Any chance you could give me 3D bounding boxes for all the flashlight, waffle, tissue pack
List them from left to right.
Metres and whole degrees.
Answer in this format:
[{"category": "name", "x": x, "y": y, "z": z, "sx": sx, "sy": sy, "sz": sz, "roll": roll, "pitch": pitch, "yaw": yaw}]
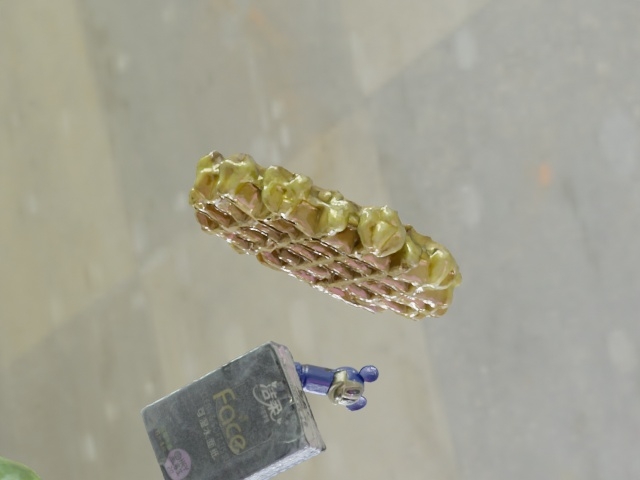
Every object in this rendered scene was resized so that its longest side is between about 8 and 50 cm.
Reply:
[{"category": "tissue pack", "x": -0.082, "y": 0.176, "z": 1.868, "sx": 0.156, "sy": 0.051, "sz": 0.112, "roll": -29, "pitch": 69, "yaw": 19}, {"category": "flashlight", "x": -0.006, "y": 0.135, "z": 1.922, "sx": 0.035, "sy": 0.121, "sz": 0.057, "roll": -101, "pitch": 28, "yaw": -55}, {"category": "waffle", "x": 0.003, "y": 0.000, "z": 1.249, "sx": 0.191, "sy": 0.191, "sz": 0.038, "roll": -12, "pitch": 53, "yaw": 64}]

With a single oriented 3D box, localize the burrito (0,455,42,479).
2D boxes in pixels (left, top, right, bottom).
[{"category": "burrito", "x": -0.303, "y": 0.133, "z": 1.358, "sx": 0.054, "sy": 0.288, "sz": 0.104, "roll": -61, "pitch": 15, "yaw": 17}]
